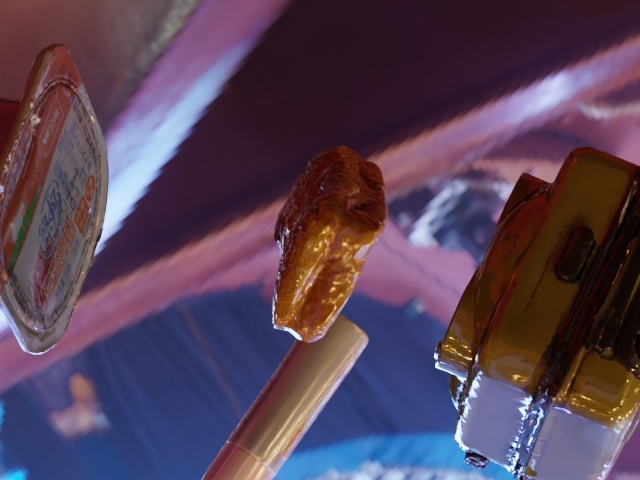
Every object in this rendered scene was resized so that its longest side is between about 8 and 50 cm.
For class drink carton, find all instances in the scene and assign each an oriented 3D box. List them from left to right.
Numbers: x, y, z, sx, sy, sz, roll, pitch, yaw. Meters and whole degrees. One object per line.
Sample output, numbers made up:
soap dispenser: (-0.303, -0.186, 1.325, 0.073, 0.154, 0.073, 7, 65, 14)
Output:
drink carton: (-0.272, -0.026, 1.331, 0.190, 0.185, 0.191, 3, 149, 12)

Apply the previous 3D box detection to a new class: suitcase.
suitcase: (0.170, 0.059, 1.282, 0.194, 0.143, 0.235, -61, 169, -23)

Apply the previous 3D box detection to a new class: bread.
bread: (0.002, 0.001, 1.660, 0.139, 0.077, 0.271, -62, -174, 16)

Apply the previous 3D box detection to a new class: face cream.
face cream: (-0.033, 0.154, 1.667, 0.198, 0.057, 0.084, -56, 178, -11)
